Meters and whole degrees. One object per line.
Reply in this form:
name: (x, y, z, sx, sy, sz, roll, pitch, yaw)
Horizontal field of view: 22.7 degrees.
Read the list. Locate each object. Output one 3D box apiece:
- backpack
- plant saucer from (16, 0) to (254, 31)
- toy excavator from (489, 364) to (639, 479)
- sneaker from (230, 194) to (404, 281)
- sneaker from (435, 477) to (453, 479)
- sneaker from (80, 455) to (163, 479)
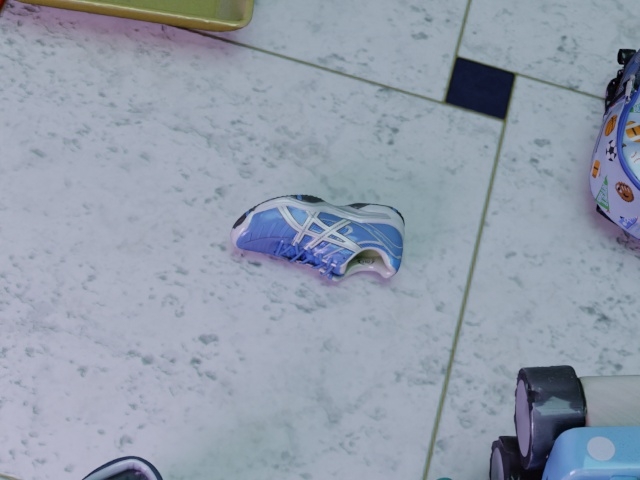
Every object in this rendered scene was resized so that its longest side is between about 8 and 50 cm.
backpack: (0.468, -0.112, 1.972, 0.276, 0.213, 0.263, 27, 68, 4)
plant saucer: (-0.243, -0.406, 2.095, 0.332, 0.081, 0.333, 8, 57, -5)
toy excavator: (0.321, 0.310, 1.520, 0.222, 0.433, 0.445, -1, 53, -5)
sneaker: (0.000, 0.000, 1.880, 0.211, 0.080, 0.081, 0, 55, -9)
sneaker: (0.136, 0.344, 1.668, 0.295, 0.124, 0.178, 16, 66, 2)
sneaker: (-0.227, 0.344, 1.576, 0.099, 0.153, 0.282, 19, 57, 3)
